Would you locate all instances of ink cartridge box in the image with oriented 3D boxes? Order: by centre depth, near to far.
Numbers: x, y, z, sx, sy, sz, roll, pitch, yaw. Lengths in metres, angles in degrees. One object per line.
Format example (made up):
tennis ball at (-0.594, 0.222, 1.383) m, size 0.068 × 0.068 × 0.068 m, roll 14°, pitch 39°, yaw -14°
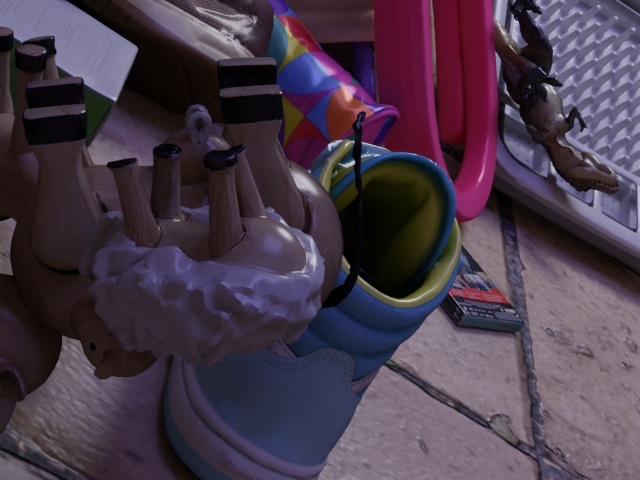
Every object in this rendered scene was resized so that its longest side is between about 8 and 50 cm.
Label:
ink cartridge box at (-0.231, -0.146, 1.252) m, size 0.209 × 0.062 × 0.109 m, roll 33°, pitch 23°, yaw -12°

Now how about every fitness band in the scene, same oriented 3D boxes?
fitness band at (0.100, -0.159, 1.576) m, size 0.209 × 0.054 × 0.291 m, roll -9°, pitch 95°, yaw -71°

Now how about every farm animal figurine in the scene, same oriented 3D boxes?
farm animal figurine at (-0.133, 0.002, 0.965) m, size 0.326 × 0.172 × 0.330 m, roll -1°, pitch 19°, yaw 12°

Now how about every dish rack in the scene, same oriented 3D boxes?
dish rack at (0.260, -0.133, 1.833) m, size 0.285 × 0.072 × 0.333 m, roll 28°, pitch 52°, yaw -23°

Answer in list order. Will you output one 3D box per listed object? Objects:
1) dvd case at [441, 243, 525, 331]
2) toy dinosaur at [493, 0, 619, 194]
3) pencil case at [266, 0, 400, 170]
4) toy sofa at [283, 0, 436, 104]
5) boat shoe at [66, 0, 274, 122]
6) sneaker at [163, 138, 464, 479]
dvd case at (0.106, 0.026, 1.503) m, size 0.087 × 0.013 × 0.119 m, roll 9°, pitch 38°, yaw -51°
toy dinosaur at (0.188, -0.159, 1.679) m, size 0.118 × 0.064 × 0.268 m, roll 87°, pitch -22°, yaw -75°
pencil case at (-0.042, -0.144, 1.494) m, size 0.236 × 0.104 × 0.104 m, roll 49°, pitch 24°, yaw 19°
toy sofa at (0.039, -0.228, 1.721) m, size 0.150 × 0.177 × 0.362 m, roll 2°, pitch 13°, yaw 20°
boat shoe at (-0.170, -0.221, 1.352) m, size 0.342 × 0.123 × 0.123 m, roll 32°, pitch 62°, yaw -25°
sneaker at (0.000, 0.000, 1.136) m, size 0.127 × 0.208 × 0.319 m, roll 28°, pitch 24°, yaw -22°
